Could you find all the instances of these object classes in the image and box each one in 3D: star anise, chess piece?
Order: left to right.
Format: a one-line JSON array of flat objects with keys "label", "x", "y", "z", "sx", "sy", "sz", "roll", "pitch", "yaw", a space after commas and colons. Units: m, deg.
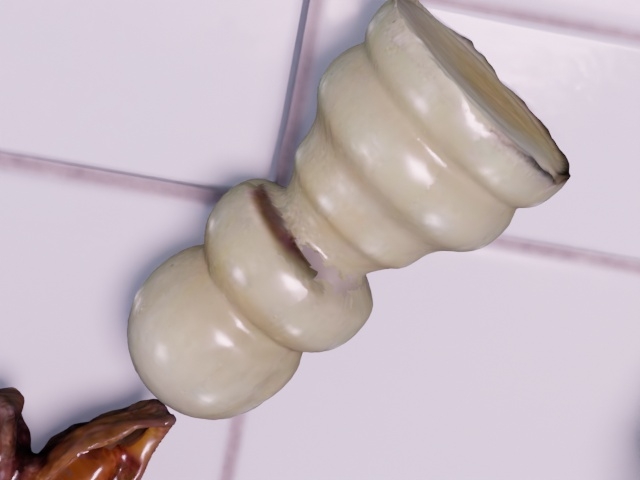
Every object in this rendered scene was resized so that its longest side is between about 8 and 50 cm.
[{"label": "star anise", "x": -0.167, "y": 0.172, "z": 0.897, "sx": 0.220, "sy": 0.099, "sz": 0.214, "roll": -2, "pitch": 119, "yaw": -5}, {"label": "chess piece", "x": 0.000, "y": 0.000, "z": 0.835, "sx": 0.133, "sy": 0.133, "sz": 0.243, "roll": 43, "pitch": 107, "yaw": -11}]
